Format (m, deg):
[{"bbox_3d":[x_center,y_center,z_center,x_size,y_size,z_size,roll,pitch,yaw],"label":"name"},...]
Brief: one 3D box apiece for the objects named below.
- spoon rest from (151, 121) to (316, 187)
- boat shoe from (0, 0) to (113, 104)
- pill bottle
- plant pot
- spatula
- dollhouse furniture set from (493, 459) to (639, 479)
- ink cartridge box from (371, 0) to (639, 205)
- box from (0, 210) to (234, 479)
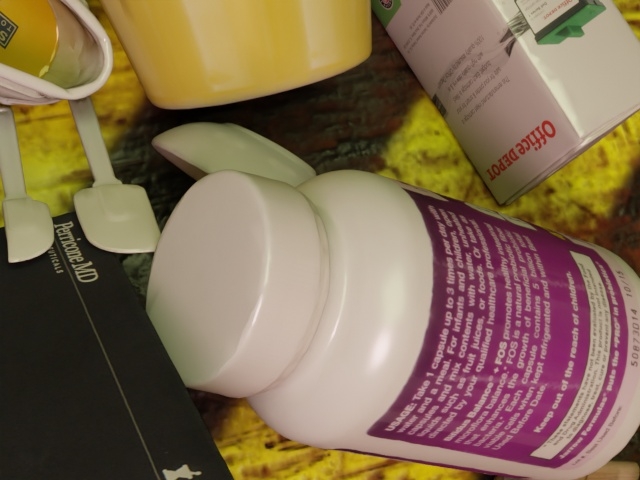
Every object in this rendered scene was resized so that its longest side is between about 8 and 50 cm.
[{"bbox_3d":[0.000,0.000,0.973,0.276,0.137,0.084,28,87,-18],"label":"spoon rest"},{"bbox_3d":[-0.262,-0.184,0.832,0.367,0.156,0.135,40,71,-45],"label":"boat shoe"},{"bbox_3d":[0.052,0.051,0.846,0.302,0.169,0.169,15,70,-36],"label":"pill bottle"},{"bbox_3d":[-0.069,-0.226,0.945,0.254,0.254,0.239,-19,107,-18],"label":"plant pot"},{"bbox_3d":[-0.205,-0.046,0.894,0.168,0.242,0.019,-8,121,-15],"label":"spatula"},{"bbox_3d":[0.183,0.123,0.966,0.123,0.144,0.151,5,110,-12],"label":"dollhouse furniture set"},{"bbox_3d":[0.136,-0.155,1.023,0.093,0.160,0.219,-31,85,-20],"label":"ink cartridge box"},{"bbox_3d":[-0.231,0.149,0.735,0.313,0.343,0.178,-11,117,-16],"label":"box"}]
